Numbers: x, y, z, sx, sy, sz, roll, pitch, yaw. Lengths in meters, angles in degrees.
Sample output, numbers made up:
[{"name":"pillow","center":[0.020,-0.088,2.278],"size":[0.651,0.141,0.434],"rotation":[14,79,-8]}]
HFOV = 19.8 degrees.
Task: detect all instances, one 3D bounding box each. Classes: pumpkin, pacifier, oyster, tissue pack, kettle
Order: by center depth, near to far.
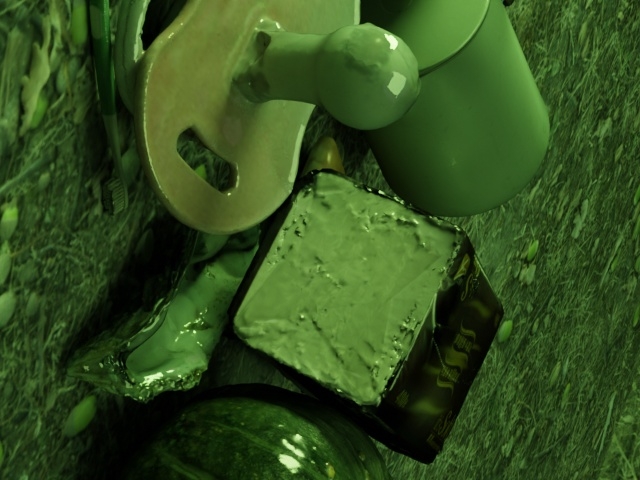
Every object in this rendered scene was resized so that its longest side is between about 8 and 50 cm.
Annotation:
[{"name":"pacifier","center":[-0.044,-0.161,1.635],"size":[0.220,0.273,0.332],"rotation":[100,14,-73]},{"name":"oyster","center":[-0.126,0.064,1.759],"size":[0.252,0.087,0.199],"rotation":[-64,155,-19]},{"name":"pumpkin","center":[-0.073,0.286,1.818],"size":[0.291,0.257,0.327],"rotation":[-61,163,-1]},{"name":"tissue pack","center":[0.055,0.087,1.907],"size":[0.210,0.198,0.370],"rotation":[-66,163,-8]},{"name":"kettle","center":[0.138,-0.206,1.993],"size":[0.265,0.205,0.318],"rotation":[-50,149,-9]}]

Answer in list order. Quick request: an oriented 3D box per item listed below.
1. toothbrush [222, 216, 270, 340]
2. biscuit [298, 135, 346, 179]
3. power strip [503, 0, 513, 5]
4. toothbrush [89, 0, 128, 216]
[{"name":"toothbrush","center":[-0.060,-0.037,1.906],"size":[0.030,0.030,0.297],"rotation":[-2,109,-55]},{"name":"biscuit","center":[0.001,0.000,2.026],"size":[0.250,0.030,0.160],"rotation":[69,42,-65]},{"name":"power strip","center":[0.252,-0.445,2.222],"size":[0.251,0.092,0.257],"rotation":[-63,151,-12]},{"name":"toothbrush","center":[-0.185,-0.128,1.584],"size":[0.024,0.018,0.257],"rotation":[-39,141,-42]}]
